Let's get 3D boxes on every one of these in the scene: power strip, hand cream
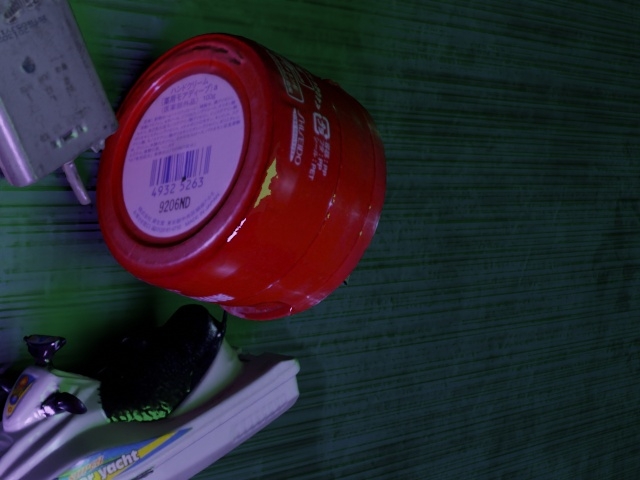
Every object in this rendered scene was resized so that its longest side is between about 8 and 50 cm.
[{"bbox_3d":[-0.205,-0.135,0.759,0.092,0.034,0.268,-40,127,-32],"label":"power strip"},{"bbox_3d":[-0.060,-0.045,0.824,0.125,0.193,0.193,23,85,-45],"label":"hand cream"}]

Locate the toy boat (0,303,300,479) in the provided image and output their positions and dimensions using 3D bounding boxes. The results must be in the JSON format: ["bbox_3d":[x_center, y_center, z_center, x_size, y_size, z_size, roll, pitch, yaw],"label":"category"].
[{"bbox_3d":[-0.146,0.124,0.828,0.269,0.141,0.141,-11,110,-42],"label":"toy boat"}]

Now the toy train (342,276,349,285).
[{"bbox_3d":[0.000,0.000,1.010,0.093,0.038,0.056,41,69,-44],"label":"toy train"}]
